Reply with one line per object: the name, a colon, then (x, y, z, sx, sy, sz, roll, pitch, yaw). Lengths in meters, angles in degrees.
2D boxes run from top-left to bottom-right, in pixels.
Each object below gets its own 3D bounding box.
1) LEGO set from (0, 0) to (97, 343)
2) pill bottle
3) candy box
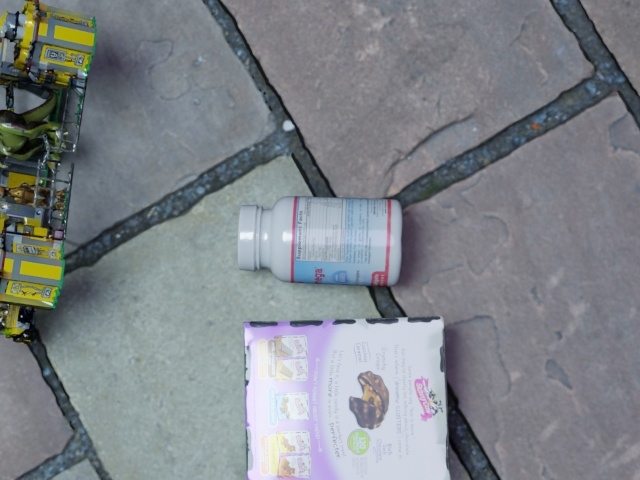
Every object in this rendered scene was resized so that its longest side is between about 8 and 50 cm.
LEGO set: (-0.341, -0.077, 1.219, 0.192, 0.255, 0.331, 10, 87, -21)
pill bottle: (0.000, 0.000, 1.286, 0.160, 0.087, 0.087, 2, 79, 1)
candy box: (0.025, 0.161, 1.264, 0.196, 0.070, 0.165, -1, 79, 1)
